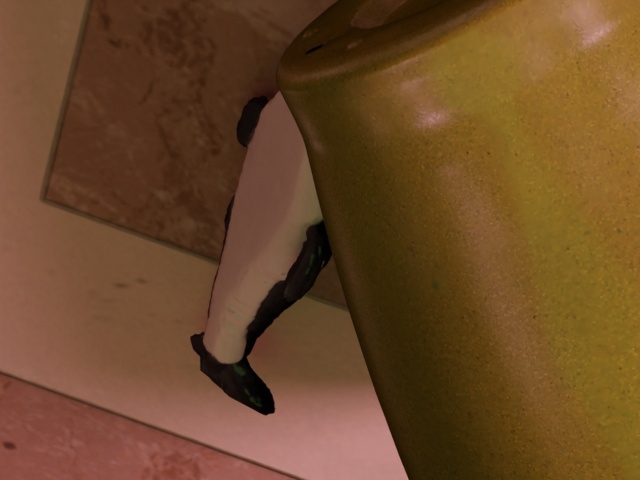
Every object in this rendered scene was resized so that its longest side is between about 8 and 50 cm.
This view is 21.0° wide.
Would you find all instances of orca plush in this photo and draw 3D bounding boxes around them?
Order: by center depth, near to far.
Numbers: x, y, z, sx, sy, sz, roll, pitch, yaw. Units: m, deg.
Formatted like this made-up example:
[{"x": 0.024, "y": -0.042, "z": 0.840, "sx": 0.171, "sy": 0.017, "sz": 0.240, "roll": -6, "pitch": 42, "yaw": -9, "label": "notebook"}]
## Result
[{"x": 0.000, "y": 0.000, "z": 1.183, "sx": 0.102, "sy": 0.151, "sz": 0.287, "roll": 0, "pitch": 122, "yaw": -24, "label": "orca plush"}]

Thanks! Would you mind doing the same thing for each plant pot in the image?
[{"x": 0.156, "y": -0.007, "z": 1.000, "sx": 0.366, "sy": 0.366, "sz": 0.353, "roll": -23, "pitch": 109, "yaw": 23, "label": "plant pot"}]
